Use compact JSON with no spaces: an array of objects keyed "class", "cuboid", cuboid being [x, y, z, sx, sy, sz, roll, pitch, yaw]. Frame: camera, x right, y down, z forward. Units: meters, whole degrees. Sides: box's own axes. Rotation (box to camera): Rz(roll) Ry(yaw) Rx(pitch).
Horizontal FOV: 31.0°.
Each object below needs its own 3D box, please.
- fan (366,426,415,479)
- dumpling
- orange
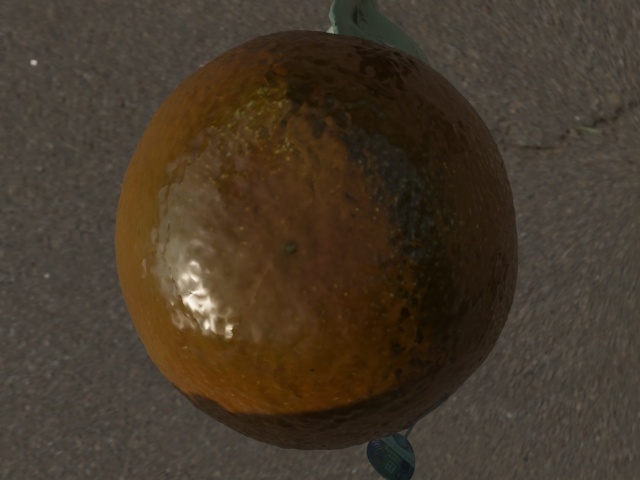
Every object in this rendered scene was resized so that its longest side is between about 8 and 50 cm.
[{"class":"fan","cuboid":[0.088,0.234,1.266,0.060,0.080,0.003,66,150,9]},{"class":"dumpling","cuboid":[0.047,-0.107,0.860,0.108,0.219,0.153,28,85,15]},{"class":"orange","cuboid":[0.000,0.000,0.546,0.206,0.206,0.206,1,94,17]}]
